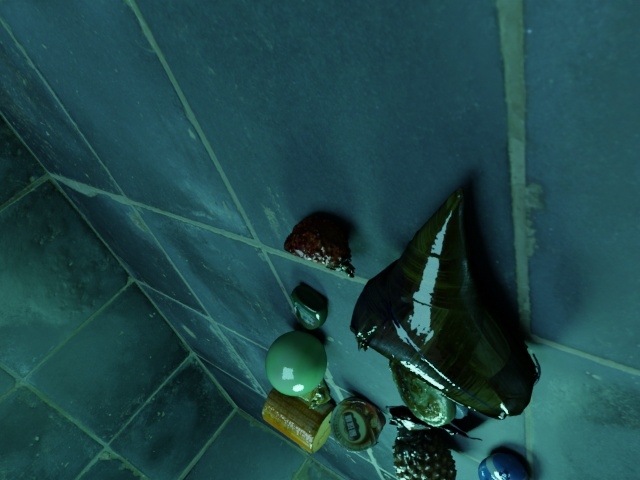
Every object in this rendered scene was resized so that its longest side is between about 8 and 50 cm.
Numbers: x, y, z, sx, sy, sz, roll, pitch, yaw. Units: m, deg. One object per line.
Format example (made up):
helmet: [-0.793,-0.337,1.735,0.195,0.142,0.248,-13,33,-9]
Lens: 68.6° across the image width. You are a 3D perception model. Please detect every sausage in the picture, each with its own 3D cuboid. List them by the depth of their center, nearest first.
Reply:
sausage: [-0.091,0.793,2.163,0.287,0.233,0.233,25,147,24]

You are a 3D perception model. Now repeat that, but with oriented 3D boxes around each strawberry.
strawberry: [-0.004,-0.001,1.121,0.235,0.107,0.175,22,-178,33]

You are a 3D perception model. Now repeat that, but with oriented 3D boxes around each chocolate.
chocolate: [0.151,0.715,1.858,0.221,0.221,0.147,31,178,17]

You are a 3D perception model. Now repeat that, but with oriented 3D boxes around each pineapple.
pineapple: [0.322,0.684,1.561,0.222,0.223,0.358,7,127,45]

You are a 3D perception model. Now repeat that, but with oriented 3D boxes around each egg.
egg: [-0.086,0.434,1.671,0.220,0.220,0.270,35,149,12]

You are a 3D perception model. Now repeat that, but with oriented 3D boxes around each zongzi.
zongzi: [0.296,0.140,0.874,0.403,0.208,0.432,33,138,4]

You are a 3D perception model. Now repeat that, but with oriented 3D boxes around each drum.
drum: [0.325,0.458,1.386,0.130,0.049,0.253,52,149,-19]

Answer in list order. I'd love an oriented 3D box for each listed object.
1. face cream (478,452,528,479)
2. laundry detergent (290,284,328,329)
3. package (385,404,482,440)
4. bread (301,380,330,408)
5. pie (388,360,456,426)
face cream: [0.556,0.721,1.428,0.149,0.083,0.264,23,146,28]
laundry detergent: [-0.040,0.227,1.503,0.137,0.063,0.211,35,153,16]
package: [0.330,0.543,1.406,0.269,0.071,0.194,10,174,6]
bread: [-0.031,0.623,2.027,0.147,0.127,0.152,16,109,42]
pie: [0.275,0.402,1.303,0.240,0.054,0.241,41,143,41]
